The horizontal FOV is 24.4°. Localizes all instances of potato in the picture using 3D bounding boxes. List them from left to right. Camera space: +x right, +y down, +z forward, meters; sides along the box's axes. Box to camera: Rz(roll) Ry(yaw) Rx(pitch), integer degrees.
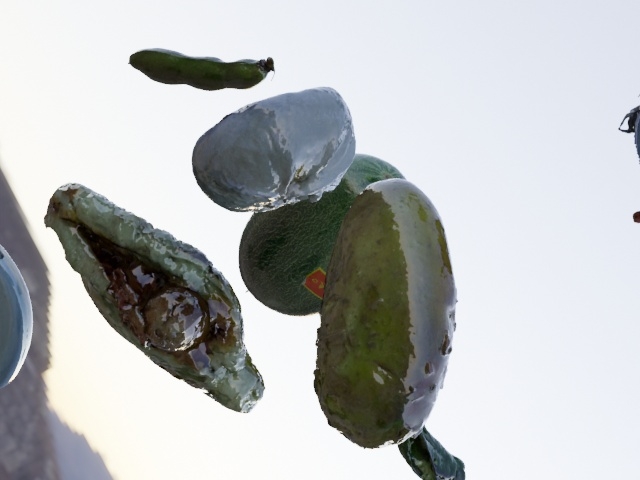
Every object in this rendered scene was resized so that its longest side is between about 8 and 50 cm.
[{"bbox_3d":[0.074,0.079,1.601,0.176,0.141,0.298,-4,-109,56],"label":"potato"}]

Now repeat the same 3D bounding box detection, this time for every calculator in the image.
[{"bbox_3d":[-0.441,0.092,1.863,0.188,0.042,0.303,47,-42,10],"label":"calculator"}]

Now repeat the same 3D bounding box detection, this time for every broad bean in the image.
[{"bbox_3d":[-0.170,-0.245,2.136,0.254,0.046,0.065,8,-35,26],"label":"broad bean"}]

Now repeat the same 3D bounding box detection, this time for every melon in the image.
[{"bbox_3d":[0.000,0.000,1.910,0.287,0.182,0.182,-33,-96,37],"label":"melon"}]

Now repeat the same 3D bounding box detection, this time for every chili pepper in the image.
[{"bbox_3d":[0.111,0.216,1.714,0.050,0.073,0.182,-11,-71,38],"label":"chili pepper"}]

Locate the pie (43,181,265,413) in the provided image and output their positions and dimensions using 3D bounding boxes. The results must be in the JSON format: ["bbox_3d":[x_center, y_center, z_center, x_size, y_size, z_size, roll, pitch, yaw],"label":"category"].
[{"bbox_3d":[-0.152,0.045,1.389,0.257,0.105,0.274,44,-5,33],"label":"pie"}]

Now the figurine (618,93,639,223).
[{"bbox_3d":[0.557,-0.116,2.024,0.388,0.276,0.248,23,38,-55],"label":"figurine"}]

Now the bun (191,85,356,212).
[{"bbox_3d":[-0.034,-0.066,1.192,0.141,0.141,0.083,123,-51,-75],"label":"bun"}]
